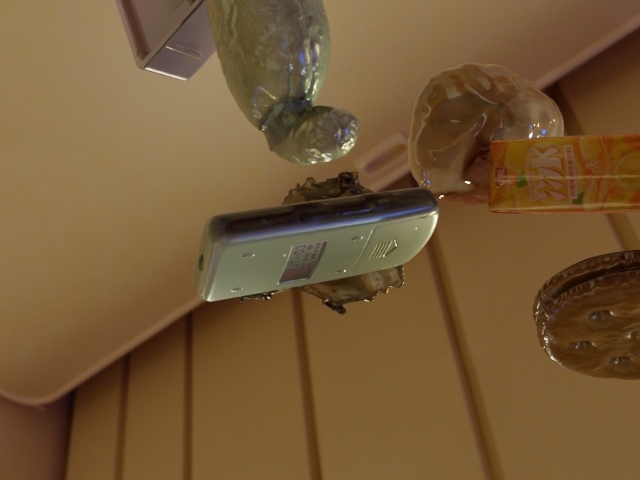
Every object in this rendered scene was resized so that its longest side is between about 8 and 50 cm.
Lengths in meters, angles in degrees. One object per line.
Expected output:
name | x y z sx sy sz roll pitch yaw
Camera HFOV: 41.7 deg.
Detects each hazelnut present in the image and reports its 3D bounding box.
hazelnut | 0.266 -0.175 1.416 0.261 0.241 0.261 -5 -106 16

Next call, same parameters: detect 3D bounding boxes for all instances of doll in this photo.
doll | -0.035 -0.131 0.545 0.214 0.072 0.103 65 -27 25

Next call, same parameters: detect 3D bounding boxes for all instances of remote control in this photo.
remote control | 0.000 0.000 0.998 0.140 0.296 0.056 115 -41 -53

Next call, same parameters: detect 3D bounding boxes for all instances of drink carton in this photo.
drink carton | 0.326 -0.081 1.042 0.223 0.071 0.096 0 -89 32

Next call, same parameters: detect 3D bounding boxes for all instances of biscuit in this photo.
biscuit | 0.341 0.081 0.906 0.220 0.220 0.066 -23 -133 33

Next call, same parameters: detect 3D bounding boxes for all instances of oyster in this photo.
oyster | -0.013 0.022 1.232 0.337 0.133 0.197 -24 -99 38

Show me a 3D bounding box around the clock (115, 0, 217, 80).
clock | -0.125 -0.278 0.860 0.197 0.063 0.150 -39 -120 31
